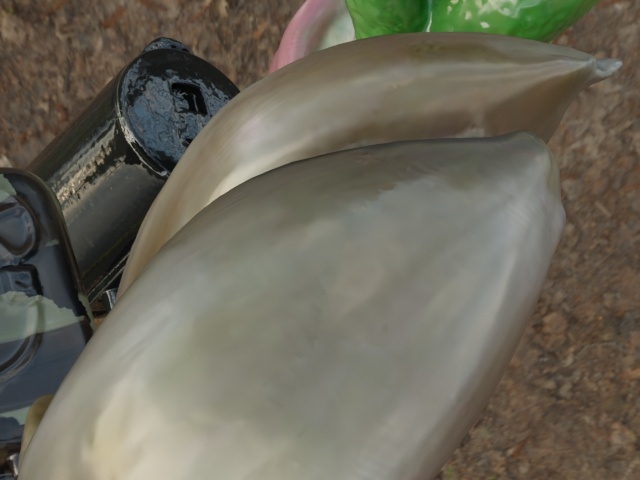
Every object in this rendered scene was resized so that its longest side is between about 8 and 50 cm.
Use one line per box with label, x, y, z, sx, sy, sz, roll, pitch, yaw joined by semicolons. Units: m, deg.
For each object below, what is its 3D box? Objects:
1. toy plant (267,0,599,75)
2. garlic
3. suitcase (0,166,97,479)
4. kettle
toy plant;0.087;-0.158;0.924;0.317;0.356;0.210;-43;92;-13
garlic;-0.024;0.041;0.433;0.132;0.279;0.325;32;117;-12
suitcase;-0.354;0.061;0.817;0.351;0.194;0.339;-4;59;-34
kettle;-0.226;-0.043;1.225;0.203;0.308;0.262;29;49;-24
